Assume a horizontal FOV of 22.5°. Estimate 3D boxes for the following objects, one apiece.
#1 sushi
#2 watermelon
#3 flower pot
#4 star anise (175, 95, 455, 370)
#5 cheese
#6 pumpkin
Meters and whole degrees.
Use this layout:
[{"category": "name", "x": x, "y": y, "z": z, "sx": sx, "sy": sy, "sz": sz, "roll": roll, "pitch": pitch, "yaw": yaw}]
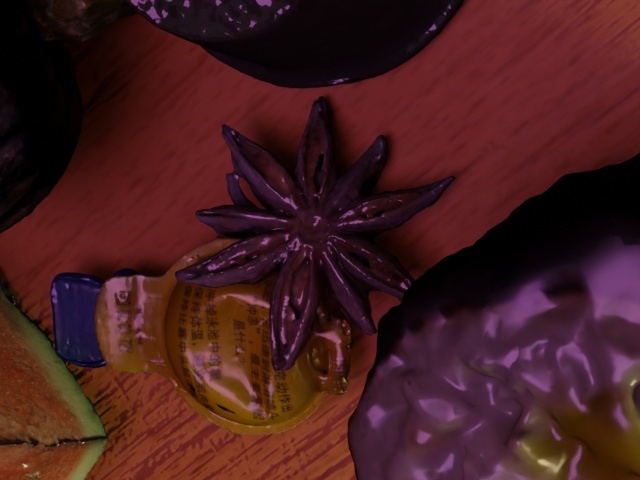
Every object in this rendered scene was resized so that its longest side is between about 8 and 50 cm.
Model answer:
[{"category": "sushi", "x": 0.188, "y": 0.101, "z": 0.955, "sx": 0.281, "sy": 0.294, "sz": 0.299, "roll": 3, "pitch": 106, "yaw": 28}, {"category": "watermelon", "x": -0.291, "y": 0.098, "z": 1.235, "sx": 0.148, "sy": 0.226, "sz": 0.318, "roll": -34, "pitch": 102, "yaw": 3}, {"category": "flower pot", "x": -0.041, "y": -0.216, "z": 1.040, "sx": 0.269, "sy": 0.166, "sz": 0.269, "roll": 8, "pitch": 109, "yaw": 25}, {"category": "star anise", "x": 0.000, "y": 0.000, "z": 1.125, "sx": 0.182, "sy": 0.065, "sz": 0.195, "roll": 16, "pitch": 77, "yaw": 10}, {"category": "cheese", "x": -0.092, "y": 0.068, "z": 1.205, "sx": 0.250, "sy": 0.064, "sz": 0.156, "roll": 7, "pitch": 108, "yaw": 20}, {"category": "pumpkin", "x": -0.255, "y": -0.143, "z": 1.109, "sx": 0.296, "sy": 0.296, "sz": 0.296, "roll": 8, "pitch": 109, "yaw": 23}]
